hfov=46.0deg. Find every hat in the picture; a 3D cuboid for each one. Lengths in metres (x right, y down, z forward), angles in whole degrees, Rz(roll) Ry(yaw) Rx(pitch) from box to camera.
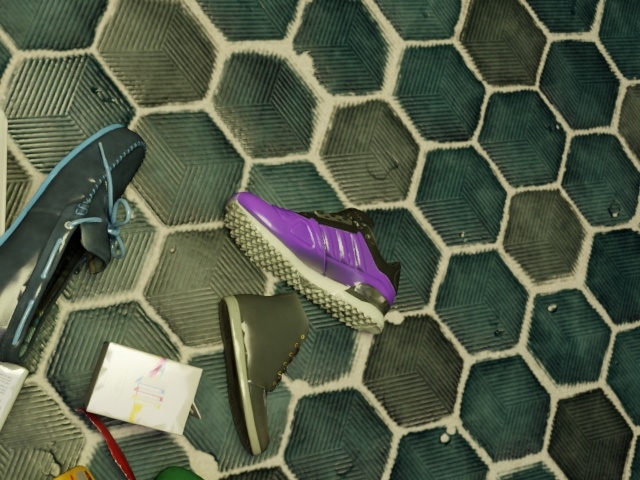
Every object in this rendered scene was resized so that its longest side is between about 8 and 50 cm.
[{"bbox_3d":[-0.207,0.331,1.017,0.172,0.183,0.209,-16,129,-27],"label":"hat"}]

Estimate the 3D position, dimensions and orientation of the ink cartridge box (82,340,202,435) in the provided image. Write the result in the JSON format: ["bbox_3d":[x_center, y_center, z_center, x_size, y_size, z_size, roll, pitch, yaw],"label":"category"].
[{"bbox_3d":[-0.225,0.195,0.989,0.143,0.092,0.090,20,77,-18],"label":"ink cartridge box"}]

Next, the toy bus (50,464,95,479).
[{"bbox_3d":[-0.406,0.390,0.850,0.332,0.130,0.108,-30,86,-5],"label":"toy bus"}]

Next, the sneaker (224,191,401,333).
[{"bbox_3d":[0.000,0.000,1.098,0.293,0.102,0.146,38,68,-17],"label":"sneaker"}]

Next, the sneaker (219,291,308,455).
[{"bbox_3d":[-0.066,0.181,1.054,0.118,0.083,0.222,-6,84,-21],"label":"sneaker"}]

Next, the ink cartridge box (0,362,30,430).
[{"bbox_3d":[-0.465,0.222,0.900,0.153,0.087,0.209,26,75,-14],"label":"ink cartridge box"}]

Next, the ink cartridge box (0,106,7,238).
[{"bbox_3d":[-0.490,-0.051,0.808,0.272,0.114,0.199,-21,129,-53],"label":"ink cartridge box"}]

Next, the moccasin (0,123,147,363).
[{"bbox_3d":[-0.310,0.007,0.946,0.116,0.138,0.342,27,68,9],"label":"moccasin"}]
